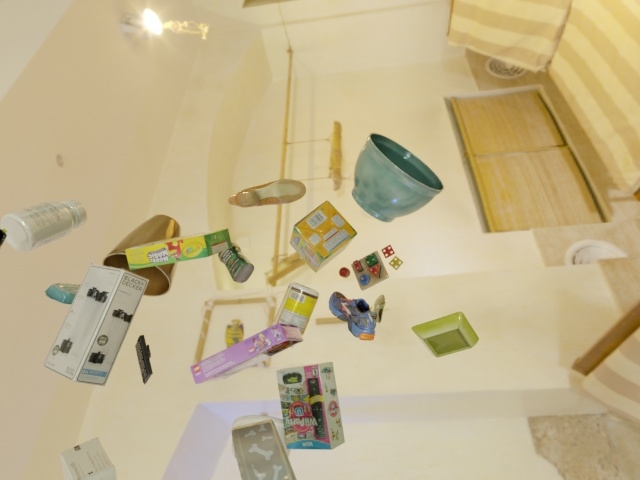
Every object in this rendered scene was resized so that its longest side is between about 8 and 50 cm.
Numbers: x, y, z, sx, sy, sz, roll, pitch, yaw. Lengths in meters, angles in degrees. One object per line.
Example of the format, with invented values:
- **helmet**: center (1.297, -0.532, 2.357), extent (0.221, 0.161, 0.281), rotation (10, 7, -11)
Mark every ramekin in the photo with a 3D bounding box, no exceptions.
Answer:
- **ramekin**: center (-0.241, 0.831, 1.706), extent (0.272, 0.273, 0.127), rotation (79, -169, -45)

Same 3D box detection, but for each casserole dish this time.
- **casserole dish**: center (-0.832, 0.179, 1.408), extent (0.036, 0.114, 0.188), rotation (-68, -22, 1)

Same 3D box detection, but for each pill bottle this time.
- **pill bottle**: center (-0.913, -0.061, 1.385), extent (0.229, 0.131, 0.131), rotation (-48, -45, -62)
- **pill bottle**: center (-0.093, 0.263, 1.471), extent (0.117, 0.117, 0.214), rotation (48, -115, -80)

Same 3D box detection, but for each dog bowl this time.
- **dog bowl**: center (-0.109, 0.609, 1.020), extent (0.349, 0.102, 0.348), rotation (159, 90, -78)

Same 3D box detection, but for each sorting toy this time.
- **sorting toy**: center (0.209, 0.119, 1.749), extent (0.046, 0.275, 0.132), rotation (33, -148, -57)

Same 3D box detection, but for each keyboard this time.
- **keyboard**: center (-0.687, 0.454, 1.610), extent (0.023, 0.108, 0.180), rotation (9, -142, -44)

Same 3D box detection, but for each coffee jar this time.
- **coffee jar**: center (-0.347, 0.085, 1.686), extent (0.079, 0.096, 0.184), rotation (24, -166, -45)

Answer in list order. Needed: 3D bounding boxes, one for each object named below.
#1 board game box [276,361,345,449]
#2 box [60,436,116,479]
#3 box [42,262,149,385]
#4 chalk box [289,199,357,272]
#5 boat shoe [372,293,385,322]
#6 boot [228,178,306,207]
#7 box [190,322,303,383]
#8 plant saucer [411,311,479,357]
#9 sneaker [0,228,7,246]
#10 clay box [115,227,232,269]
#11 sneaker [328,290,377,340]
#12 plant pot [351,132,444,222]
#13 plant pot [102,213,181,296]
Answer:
- **board game box**: center (-0.043, 0.646, 1.624), extent (0.098, 0.224, 0.303), rotation (8, -113, -53)
- **box**: center (-0.758, 0.792, 1.362), extent (0.119, 0.181, 0.181), rotation (-13, -69, -42)
- **box**: center (-0.587, 0.214, 1.092), extent (0.087, 0.169, 0.289), rotation (39, -119, -51)
- **chalk box**: center (0.000, 0.000, 1.676), extent (0.179, 0.180, 0.289), rotation (49, 164, 8)
- **boat shoe**: center (0.272, 0.311, 1.889), extent (0.056, 0.048, 0.152), rotation (-19, -46, -40)
- **boot**: center (-0.232, -0.201, 1.771), extent (0.211, 0.295, 0.104), rotation (9, 110, 60)
- **box**: center (-0.212, 0.340, 1.251), extent (0.057, 0.294, 0.201), rotation (65, -175, 18)
- **plant saucer**: center (0.445, 0.346, 1.465), extent (0.188, 0.188, 0.045), rotation (51, -153, -32)
- **sneaker**: center (-0.932, 0.031, 1.101), extent (0.084, 0.097, 0.234), rotation (47, -160, -24)
- **clay box**: center (-0.331, 0.021, 0.943), extent (0.127, 0.222, 0.053), rotation (-35, -66, -75)
- **sneaker**: center (0.100, 0.199, 1.196), extent (0.221, 0.083, 0.087), rotation (37, 108, 54)
- **plant pot**: center (0.224, -0.183, 1.353), extent (0.196, 0.293, 0.293), rotation (-54, 15, 27)
- **plant pot**: center (-0.611, 0.031, 1.503), extent (0.237, 0.237, 0.254), rotation (78, -163, -46)
